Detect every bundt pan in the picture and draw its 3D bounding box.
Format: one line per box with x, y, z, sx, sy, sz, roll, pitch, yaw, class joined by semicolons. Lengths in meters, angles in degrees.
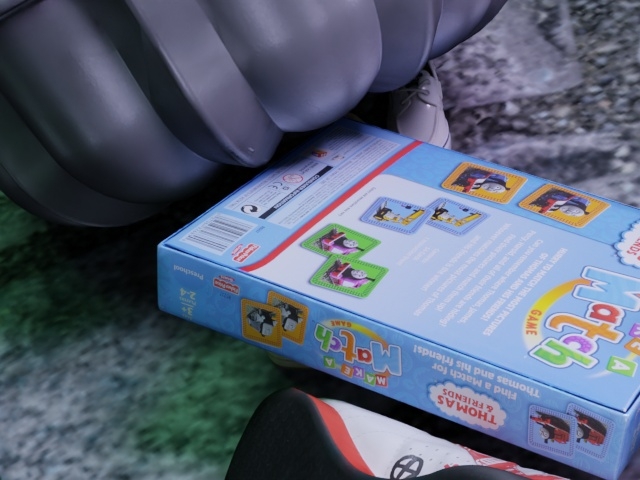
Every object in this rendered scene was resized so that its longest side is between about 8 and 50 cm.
-0.039;-0.111;0.819;0.331;0.124;0.331;-28;8;4;bundt pan

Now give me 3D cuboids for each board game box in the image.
0.061;0.015;0.707;0.211;0.039;0.160;18;33;24;board game box

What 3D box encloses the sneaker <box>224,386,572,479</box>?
0.063;0.126;0.627;0.270;0.145;0.090;1;71;67;sneaker

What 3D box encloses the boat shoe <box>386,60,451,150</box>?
0.052;-0.077;0.897;0.035;0.035;0.100;-8;40;10;boat shoe

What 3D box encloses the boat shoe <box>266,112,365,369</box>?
0.002;0.000;0.815;0.056;0.048;0.153;2;43;20;boat shoe
